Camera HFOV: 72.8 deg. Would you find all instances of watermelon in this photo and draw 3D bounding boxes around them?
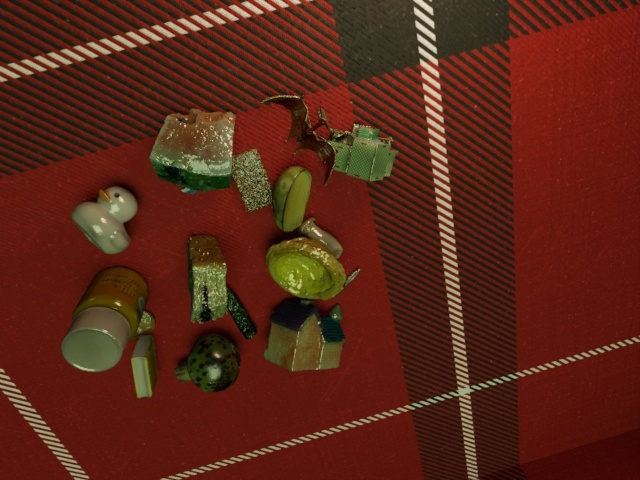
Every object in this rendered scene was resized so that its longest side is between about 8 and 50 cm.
[{"bbox_3d":[-0.423,-0.299,1.464,0.265,0.151,0.301,8,107,-14],"label":"watermelon"}]

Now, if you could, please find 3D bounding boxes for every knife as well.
[{"bbox_3d":[0.111,0.185,1.894,0.022,0.026,0.184,47,107,15],"label":"knife"}]

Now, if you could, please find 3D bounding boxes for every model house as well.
[{"bbox_3d":[-0.052,0.390,1.872,0.313,0.245,0.279,9,88,-43],"label":"model house"},{"bbox_3d":[0.161,-0.312,1.550,0.271,0.206,0.178,9,115,-13],"label":"model house"}]

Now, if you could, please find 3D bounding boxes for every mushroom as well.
[{"bbox_3d":[0.000,-0.001,1.746,0.213,0.088,0.097,39,136,-19],"label":"mushroom"}]

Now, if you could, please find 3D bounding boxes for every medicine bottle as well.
[{"bbox_3d":[-0.773,0.276,1.579,0.225,0.384,0.224,-4,116,-8],"label":"medicine bottle"}]

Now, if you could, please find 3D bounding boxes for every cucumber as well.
[{"bbox_3d":[-0.354,0.299,1.845,0.068,0.067,0.293,-23,116,2],"label":"cucumber"}]

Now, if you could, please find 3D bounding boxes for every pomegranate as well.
[{"bbox_3d":[-0.493,0.519,1.863,0.306,0.242,0.242,5,119,21],"label":"pomegranate"}]

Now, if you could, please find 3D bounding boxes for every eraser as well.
[{"bbox_3d":[-0.741,0.528,1.837,0.069,0.158,0.225,1,117,-8],"label":"eraser"}]

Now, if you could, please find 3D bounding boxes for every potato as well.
[{"bbox_3d":[-0.127,-0.161,1.617,0.111,0.160,0.271,31,133,22],"label":"potato"}]

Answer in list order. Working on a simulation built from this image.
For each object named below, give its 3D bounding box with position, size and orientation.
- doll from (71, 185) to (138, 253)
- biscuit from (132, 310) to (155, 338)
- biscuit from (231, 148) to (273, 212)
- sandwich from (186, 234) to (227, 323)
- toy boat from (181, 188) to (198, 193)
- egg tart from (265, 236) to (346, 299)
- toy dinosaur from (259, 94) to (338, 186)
[{"bbox_3d":[-0.740,-0.080,1.539,0.221,0.221,0.250,-11,140,-4],"label":"doll"},{"bbox_3d":[-0.813,0.367,1.818,0.247,0.029,0.118,-24,111,3],"label":"biscuit"},{"bbox_3d":[-0.256,-0.221,1.624,0.131,0.025,0.230,-21,118,0],"label":"biscuit"},{"bbox_3d":[-0.427,0.159,1.614,0.131,0.325,0.262,-3,116,-21],"label":"sandwich"},{"bbox_3d":[-0.474,-0.243,1.579,0.106,0.034,0.149,-13,105,0],"label":"toy boat"},{"bbox_3d":[-0.047,0.096,1.705,0.346,0.132,0.345,16,142,13],"label":"egg tart"},{"bbox_3d":[-0.056,-0.353,1.515,0.207,0.113,0.327,3,123,32],"label":"toy dinosaur"}]
